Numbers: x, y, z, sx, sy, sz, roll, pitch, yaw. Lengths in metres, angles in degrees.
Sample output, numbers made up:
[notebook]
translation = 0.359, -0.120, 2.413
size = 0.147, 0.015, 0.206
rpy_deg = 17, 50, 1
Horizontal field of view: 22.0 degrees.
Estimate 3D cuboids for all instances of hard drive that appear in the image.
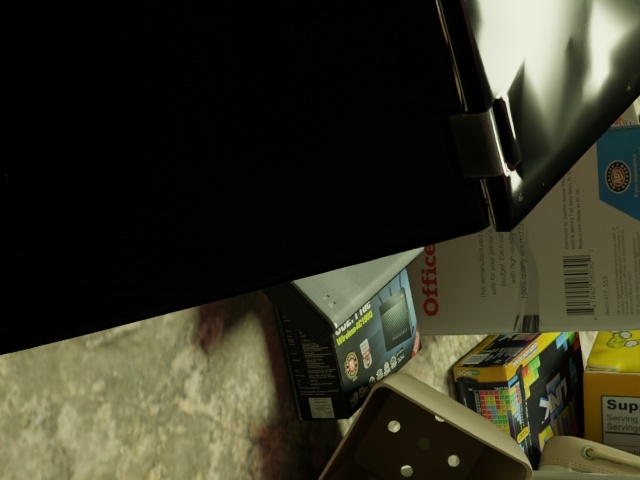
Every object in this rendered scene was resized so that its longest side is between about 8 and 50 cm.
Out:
[hard drive]
translation = 0.000, 0.000, 0.997
size = 0.094, 0.022, 0.135
rpy_deg = 45, 33, 4

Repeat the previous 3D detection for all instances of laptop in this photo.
[laptop]
translation = -0.031, -0.198, 0.729
size = 0.408, 0.236, 0.381
rpy_deg = -41, 124, -46

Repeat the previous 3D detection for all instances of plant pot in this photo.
[plant pot]
translation = 0.063, 0.144, 1.037
size = 0.109, 0.109, 0.096
rpy_deg = -60, 179, 15

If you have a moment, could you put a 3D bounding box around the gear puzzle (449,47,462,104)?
[gear puzzle]
translation = 0.106, -0.193, 1.094
size = 0.175, 0.044, 0.338
rpy_deg = 173, -73, -81

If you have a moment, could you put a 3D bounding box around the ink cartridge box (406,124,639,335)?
[ink cartridge box]
translation = 0.159, -0.005, 1.166
size = 0.082, 0.191, 0.139
rpy_deg = -4, 91, -63

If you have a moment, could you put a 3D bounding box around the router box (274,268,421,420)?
[router box]
translation = 0.019, 0.050, 1.059
size = 0.122, 0.038, 0.092
rpy_deg = -37, 118, -57

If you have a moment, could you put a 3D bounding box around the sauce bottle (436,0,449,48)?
[sauce bottle]
translation = -0.045, -0.155, 0.896
size = 0.344, 0.111, 0.111
rpy_deg = 20, 70, -58

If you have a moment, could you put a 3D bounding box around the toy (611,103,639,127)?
[toy]
translation = 0.183, -0.170, 1.342
size = 0.056, 0.137, 0.237
rpy_deg = -27, 119, -16

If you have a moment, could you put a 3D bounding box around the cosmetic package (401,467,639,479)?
[cosmetic package]
translation = 0.213, 0.398, 1.077
size = 0.329, 0.327, 0.393
rpy_deg = 52, 44, -47

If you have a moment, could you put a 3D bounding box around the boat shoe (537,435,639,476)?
[boat shoe]
translation = 0.308, 0.210, 1.221
size = 0.109, 0.302, 0.098
rpy_deg = 85, 16, -61

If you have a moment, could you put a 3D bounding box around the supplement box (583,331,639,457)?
[supplement box]
translation = 0.337, 0.228, 1.395
size = 0.195, 0.194, 0.356
rpy_deg = -52, 141, -61

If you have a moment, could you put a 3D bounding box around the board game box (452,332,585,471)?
[board game box]
translation = 0.167, 0.140, 1.314
size = 0.170, 0.048, 0.141
rpy_deg = -30, 112, -59
